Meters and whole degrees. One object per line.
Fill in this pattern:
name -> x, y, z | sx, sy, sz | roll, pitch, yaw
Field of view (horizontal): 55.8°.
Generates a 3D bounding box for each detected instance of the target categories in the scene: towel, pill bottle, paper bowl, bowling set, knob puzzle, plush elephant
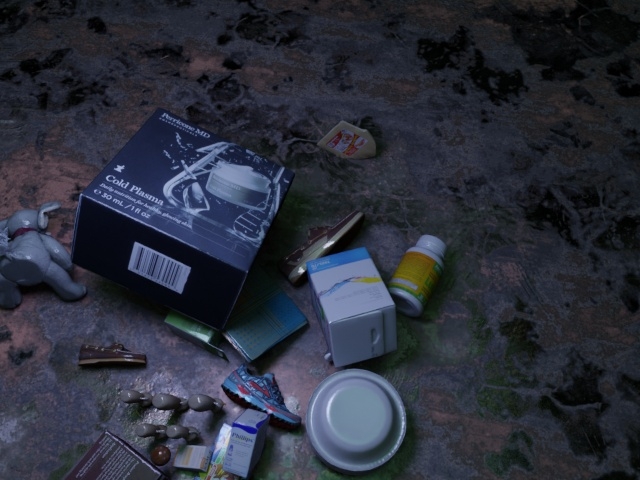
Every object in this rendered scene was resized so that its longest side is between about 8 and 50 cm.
towel -> -0.240, 0.182, 1.869 | 0.370, 0.040, 0.271 | 46, 45, 18
pill bottle -> 0.310, 0.107, 1.923 | 0.136, 0.136, 0.246 | 27, 65, 13
paper bowl -> 0.099, 0.504, 1.705 | 0.284, 0.148, 0.285 | 1, 63, -1
bowling set -> -0.429, 0.524, 1.700 | 0.286, 0.154, 0.200 | 3, 73, 17
knob puzzle -> 0.114, -0.349, 2.146 | 0.213, 0.213, 0.030 | 7, 62, 3
plush elephant -> -0.913, 0.019, 1.900 | 0.271, 0.330, 0.256 | -11, 44, 1

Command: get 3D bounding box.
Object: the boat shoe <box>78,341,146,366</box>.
boat shoe -> -0.626, 0.342, 1.822 | 0.206, 0.073, 0.073 | 1, 64, 0

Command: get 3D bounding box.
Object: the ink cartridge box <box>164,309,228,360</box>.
ink cartridge box -> -0.361, 0.282, 1.838 | 0.209, 0.109, 0.062 | 24, 65, 12

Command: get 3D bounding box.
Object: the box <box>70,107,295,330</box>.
box -> -0.390, -0.074, 1.792 | 0.479, 0.297, 0.472 | 25, 41, -5

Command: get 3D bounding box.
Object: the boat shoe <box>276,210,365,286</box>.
boat shoe -> 0.000, 0.000, 1.991 | 0.342, 0.123, 0.123 | -42, 71, -14

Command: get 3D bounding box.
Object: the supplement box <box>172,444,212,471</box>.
supplement box -> -0.356, 0.606, 1.681 | 0.098, 0.036, 0.062 | -6, 52, 28

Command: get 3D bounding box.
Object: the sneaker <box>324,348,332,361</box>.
sneaker -> 0.052, 0.306, 1.865 | 0.064, 0.061, 0.158 | 30, 55, 24

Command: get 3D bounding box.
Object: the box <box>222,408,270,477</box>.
box -> -0.198, 0.540, 1.623 | 0.072, 0.126, 0.137 | 15, 93, 10

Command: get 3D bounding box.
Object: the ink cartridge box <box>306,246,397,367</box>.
ink cartridge box -> 0.091, 0.194, 1.790 | 0.197, 0.198, 0.270 | -14, 39, -8

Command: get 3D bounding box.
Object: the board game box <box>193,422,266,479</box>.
board game box -> -0.258, 0.635, 1.692 | 0.136, 0.035, 0.201 | 23, 64, 12

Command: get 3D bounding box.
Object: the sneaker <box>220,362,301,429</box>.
sneaker -> -0.156, 0.445, 1.757 | 0.261, 0.104, 0.125 | 28, 63, 14

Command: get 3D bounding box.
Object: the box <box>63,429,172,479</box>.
box -> -0.533, 0.643, 1.609 | 0.203, 0.167, 0.168 | 32, 66, 15
